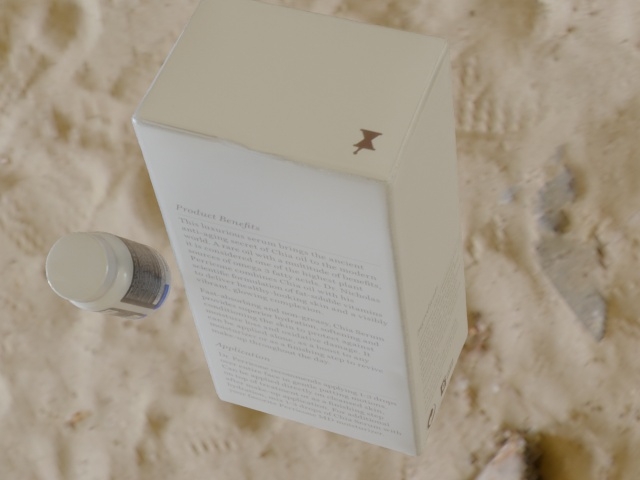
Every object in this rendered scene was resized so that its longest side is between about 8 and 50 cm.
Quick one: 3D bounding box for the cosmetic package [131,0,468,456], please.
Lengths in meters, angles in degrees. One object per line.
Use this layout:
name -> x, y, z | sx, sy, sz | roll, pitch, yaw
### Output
cosmetic package -> 0.000, 0.000, 1.477 | 0.230, 0.161, 0.453 | 15, 148, 16

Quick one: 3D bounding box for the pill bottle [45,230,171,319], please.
pill bottle -> -0.205, 0.033, 1.554 | 0.078, 0.137, 0.078 | -3, 81, 18
